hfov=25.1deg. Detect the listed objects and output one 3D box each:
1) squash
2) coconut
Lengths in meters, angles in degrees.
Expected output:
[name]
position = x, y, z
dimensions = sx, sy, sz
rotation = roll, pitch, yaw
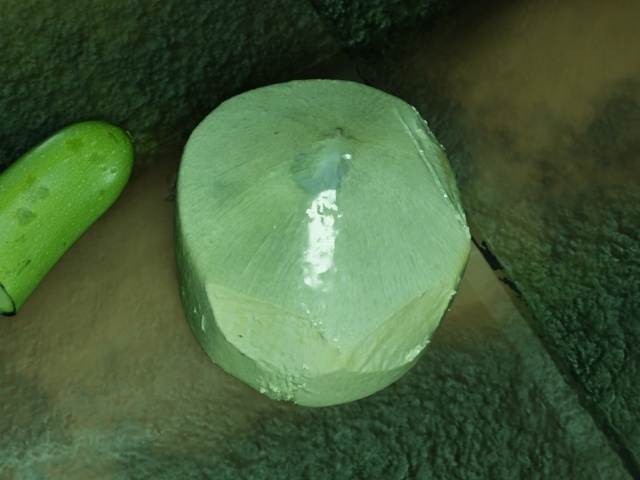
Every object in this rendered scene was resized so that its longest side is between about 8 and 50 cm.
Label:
[squash]
position = -0.233, -0.036, 1.215
dimensions = 0.095, 0.095, 0.188
rotation = 36, 67, 10
[coconut]
position = 0.000, 0.000, 1.130
dimensions = 0.244, 0.247, 0.245
rotation = 2, 68, -5
